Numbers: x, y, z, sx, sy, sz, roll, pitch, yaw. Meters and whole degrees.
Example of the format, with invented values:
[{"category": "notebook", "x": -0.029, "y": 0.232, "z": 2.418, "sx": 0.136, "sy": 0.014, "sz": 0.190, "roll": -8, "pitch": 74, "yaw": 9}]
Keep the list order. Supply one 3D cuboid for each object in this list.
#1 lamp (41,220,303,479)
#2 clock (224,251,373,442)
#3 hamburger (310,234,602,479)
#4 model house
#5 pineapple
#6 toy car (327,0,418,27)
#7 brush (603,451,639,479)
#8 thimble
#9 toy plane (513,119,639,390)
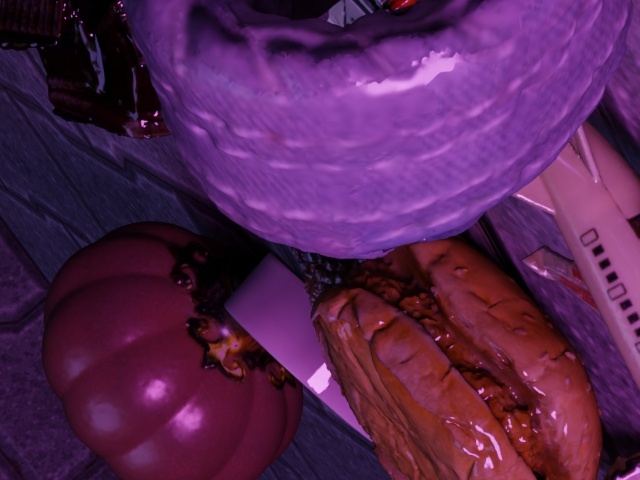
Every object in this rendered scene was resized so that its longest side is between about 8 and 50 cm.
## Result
[{"category": "lamp", "x": -0.137, "y": 0.114, "z": 2.036, "sx": 0.305, "sy": 0.239, "sz": 0.305, "roll": 37, "pitch": -147, "yaw": -30}, {"category": "clock", "x": 0.005, "y": 0.099, "z": 1.811, "sx": 0.197, "sy": 0.068, "sz": 0.197, "roll": 42, "pitch": 179, "yaw": 1}, {"category": "hamburger", "x": 0.110, "y": 0.120, "z": 1.466, "sx": 0.259, "sy": 0.144, "sz": 0.283, "roll": 46, "pitch": 161, "yaw": 27}, {"category": "model house", "x": -0.174, "y": -0.181, "z": 1.666, "sx": 0.203, "sy": 0.141, "sz": 0.164, "roll": 16, "pitch": 127, "yaw": 30}, {"category": "pineapple", "x": 0.000, "y": 0.000, "z": 1.666, "sx": 0.159, "sy": 0.074, "sz": 0.074, "roll": 62, "pitch": 163, "yaw": -21}, {"category": "toy car", "x": 0.032, "y": -0.131, "z": 1.232, "sx": 0.073, "sy": 0.054, "sz": 0.143, "roll": 48, "pitch": 170, "yaw": 13}, {"category": "brush", "x": 0.304, "y": 0.270, "z": 1.465, "sx": 0.313, "sy": 0.072, "sz": 0.067, "roll": 51, "pitch": -170, "yaw": -18}, {"category": "thimble", "x": 0.030, "y": -0.113, "z": 0.905, "sx": 0.205, "sy": 0.236, "sz": 0.172, "roll": 35, "pitch": 162, "yaw": 26}, {"category": "toy plane", "x": 0.183, "y": 0.025, "z": 1.071, "sx": 0.256, "sy": 0.104, "sz": 0.242, "roll": 49, "pitch": 164, "yaw": 3}]
